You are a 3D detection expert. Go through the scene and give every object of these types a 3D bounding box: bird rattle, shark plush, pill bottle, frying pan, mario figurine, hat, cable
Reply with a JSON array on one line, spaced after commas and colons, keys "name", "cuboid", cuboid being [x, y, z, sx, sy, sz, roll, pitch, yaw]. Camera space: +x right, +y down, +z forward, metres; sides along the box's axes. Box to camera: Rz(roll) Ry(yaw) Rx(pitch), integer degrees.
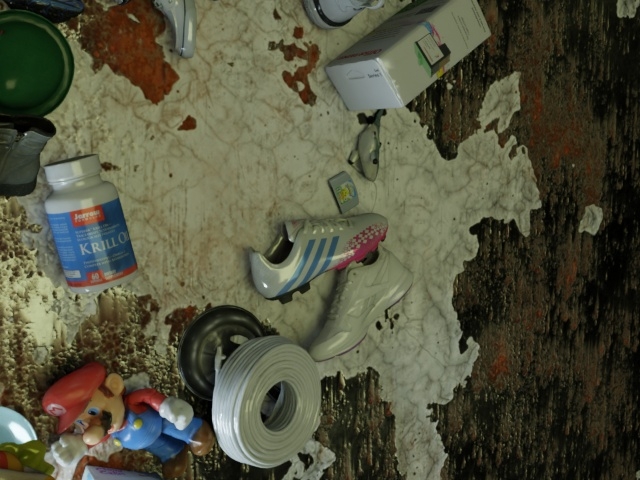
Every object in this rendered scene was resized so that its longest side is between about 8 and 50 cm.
[{"name": "bird rattle", "cuboid": [-0.531, 0.358, 1.155, 0.253, 0.207, 0.143, 39, 58, -38]}, {"name": "shark plush", "cuboid": [0.110, -0.214, 1.609, 0.067, 0.073, 0.161, 24, 62, -50]}, {"name": "pill bottle", "cuboid": [-0.401, -0.031, 1.262, 0.124, 0.124, 0.221, -20, 107, -28]}, {"name": "frying pan", "cuboid": [-0.165, 0.286, 1.495, 0.197, 0.053, 0.326, -32, 108, -24]}, {"name": "mario figurine", "cuboid": [-0.351, 0.347, 1.315, 0.320, 0.170, 0.198, 35, 76, -32]}, {"name": "hat", "cuboid": [-0.480, -0.252, 1.130, 0.173, 0.183, 0.208, 29, 96, -23]}, {"name": "cable", "cuboid": [-0.100, 0.317, 1.451, 0.257, 0.089, 0.257, 7, 89, -47]}]

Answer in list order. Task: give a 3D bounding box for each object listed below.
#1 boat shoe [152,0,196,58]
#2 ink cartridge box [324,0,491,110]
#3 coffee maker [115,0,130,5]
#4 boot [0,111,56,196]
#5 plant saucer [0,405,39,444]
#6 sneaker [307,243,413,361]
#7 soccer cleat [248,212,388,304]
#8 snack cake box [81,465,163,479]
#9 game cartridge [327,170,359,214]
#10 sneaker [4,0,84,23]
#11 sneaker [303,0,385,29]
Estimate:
[{"name": "boat shoe", "cuboid": [-0.271, -0.442, 1.324, 0.075, 0.083, 0.226, -4, 87, -20]}, {"name": "ink cartridge box", "cuboid": [0.179, -0.392, 1.520, 0.278, 0.201, 0.117, -41, 115, -20]}, {"name": "coffee maker", "cuboid": [-0.350, -0.494, 1.204, 0.178, 0.171, 0.120, 34, 71, -31]}, {"name": "boot", "cuboid": [-0.548, -0.141, 1.133, 0.246, 0.161, 0.083, -7, 58, -36]}, {"name": "plant saucer", "cuboid": [-0.585, 0.371, 1.253, 0.195, 0.037, 0.195, -4, 99, -30]}, {"name": "sneaker", "cuboid": [0.062, 0.132, 1.590, 0.305, 0.114, 0.152, -45, 103, -23]}, {"name": "soccer cleat", "cuboid": [0.000, 0.000, 1.513, 0.331, 0.116, 0.143, -31, 112, -24]}, {"name": "snack cake box", "cuboid": [-0.396, 0.568, 1.363, 0.152, 0.089, 0.264, 19, 86, -30]}, {"name": "game cartridge", "cuboid": [0.052, -0.106, 1.591, 0.056, 0.017, 0.083, -34, 113, -27]}, {"name": "sneaker", "cuboid": [-0.490, -0.421, 1.186, 0.221, 0.083, 0.087, 14, 80, -35]}, {"name": "sneaker", "cuboid": [0.041, -0.604, 1.404, 0.137, 0.210, 0.366, -18, 105, -29]}]
